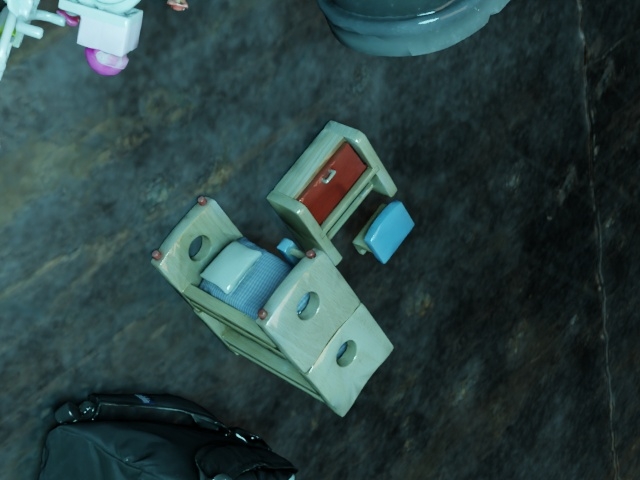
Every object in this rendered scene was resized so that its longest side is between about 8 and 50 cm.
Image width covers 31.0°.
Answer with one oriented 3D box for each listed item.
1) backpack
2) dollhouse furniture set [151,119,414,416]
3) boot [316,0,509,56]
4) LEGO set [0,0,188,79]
[{"bbox_3d":[-0.101,0.184,0.824,0.182,0.152,0.115,16,101,-62],"label":"backpack"},{"bbox_3d":[0.000,0.000,0.840,0.183,0.129,0.129,-52,137,-15],"label":"dollhouse furniture set"},{"bbox_3d":[0.026,-0.381,0.636,0.445,0.146,0.367,64,37,-45],"label":"boot"},{"bbox_3d":[-0.116,-0.148,0.671,0.107,0.132,0.287,-65,172,23],"label":"LEGO set"}]
